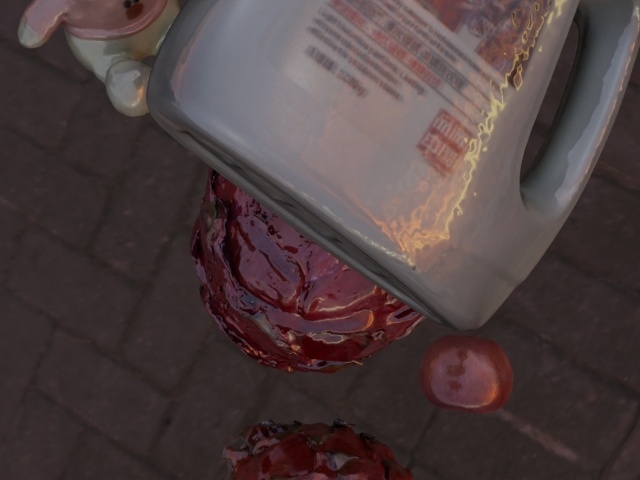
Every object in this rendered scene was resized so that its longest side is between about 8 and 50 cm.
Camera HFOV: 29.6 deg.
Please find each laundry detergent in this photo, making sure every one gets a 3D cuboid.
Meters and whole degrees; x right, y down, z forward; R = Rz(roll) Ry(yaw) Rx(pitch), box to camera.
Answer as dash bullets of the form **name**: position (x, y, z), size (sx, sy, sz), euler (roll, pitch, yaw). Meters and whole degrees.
- **laundry detergent**: position (0.104, -0.170, 0.713), size (0.264, 0.125, 0.398), euler (36, 82, -22)

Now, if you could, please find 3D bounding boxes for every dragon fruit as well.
- **dragon fruit**: position (0.000, -0.001, 1.412), size (0.329, 0.329, 0.329), euler (1, 93, 23)
- **dragon fruit**: position (-0.001, 0.341, 1.492), size (0.244, 0.244, 0.299), euler (-56, 50, 15)

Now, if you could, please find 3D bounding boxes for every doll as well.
- **doll**: position (-0.170, -0.217, 0.871), size (0.155, 0.275, 0.113), euler (-33, 37, -10)

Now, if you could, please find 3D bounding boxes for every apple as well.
- **apple**: position (0.232, 0.210, 1.940), size (0.153, 0.153, 0.120), euler (7, 95, 22)
